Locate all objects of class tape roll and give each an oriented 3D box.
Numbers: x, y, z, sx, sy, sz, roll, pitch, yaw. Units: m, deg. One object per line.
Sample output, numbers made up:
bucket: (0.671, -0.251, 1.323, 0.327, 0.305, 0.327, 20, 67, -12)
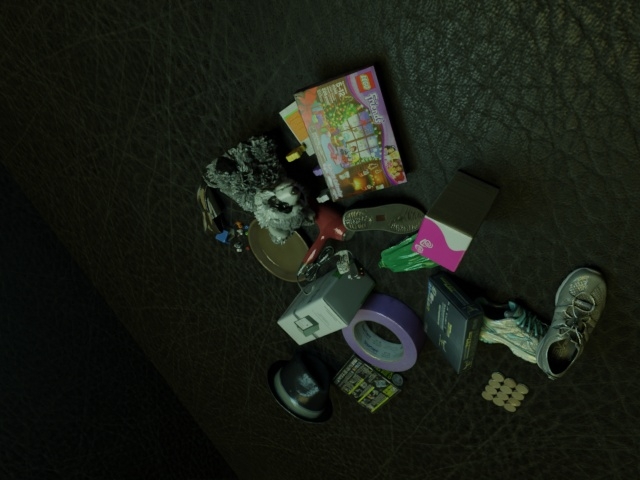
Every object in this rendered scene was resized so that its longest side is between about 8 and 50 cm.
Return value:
tape roll: (0.210, 0.311, 1.510, 0.274, 0.090, 0.275, 21, 135, 23)

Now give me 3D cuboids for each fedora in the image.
fedora: (-0.057, 0.575, 1.835, 0.333, 0.334, 0.153, 34, 107, 10)

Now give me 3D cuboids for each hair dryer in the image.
hair dryer: (0.000, 0.000, 1.336, 0.223, 0.080, 0.294, -16, 74, 20)

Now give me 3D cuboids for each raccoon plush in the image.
raccoon plush: (-0.182, -0.142, 1.374, 0.299, 0.216, 0.446, 59, 165, -11)

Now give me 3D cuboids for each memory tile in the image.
memory tile: (0.583, 0.480, 1.418, 0.113, 0.012, 0.148, 23, 135, 21)

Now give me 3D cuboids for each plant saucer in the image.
plant saucer: (-0.136, 0.026, 1.578, 0.277, 0.041, 0.278, 21, 135, 23)

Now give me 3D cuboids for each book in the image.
book: (-0.034, -0.313, 1.222, 0.096, 0.035, 0.144, -20, 110, 42)

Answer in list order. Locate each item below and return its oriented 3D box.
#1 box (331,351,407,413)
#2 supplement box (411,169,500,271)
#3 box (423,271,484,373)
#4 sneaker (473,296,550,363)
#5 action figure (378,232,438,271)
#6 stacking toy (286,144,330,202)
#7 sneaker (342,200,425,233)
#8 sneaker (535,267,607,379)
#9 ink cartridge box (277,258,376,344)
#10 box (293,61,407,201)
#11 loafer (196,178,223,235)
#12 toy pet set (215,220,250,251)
box: (0.182, 0.547, 1.752, 0.216, 0.060, 0.270, 35, 139, 8)
supplement box: (0.313, -0.050, 1.028, 0.113, 0.220, 0.111, 28, 136, 16)
box: (0.370, 0.233, 1.273, 0.183, 0.059, 0.233, -126, 23, -48)
sneaker: (0.527, 0.232, 1.186, 0.282, 0.110, 0.122, 14, 128, 29)
action figure: (0.253, 0.037, 1.266, 0.232, 0.063, 0.137, -23, 110, 42)
stacking toy: (0.032, -0.205, 1.219, 0.221, 0.052, 0.167, -17, 120, 39)
sneaker: (0.172, -0.076, 1.237, 0.221, 0.118, 0.083, 2, 109, 3)
sneaker: (0.596, 0.202, 1.046, 0.105, 0.115, 0.282, 17, 105, 17)
ink cartridge box: (0.016, 0.206, 1.483, 0.121, 0.211, 0.289, 47, 140, -7)
box: (0.079, -0.257, 1.106, 0.200, 0.057, 0.294, -15, 117, 17)
loafer: (-0.386, -0.119, 1.621, 0.078, 0.080, 0.220, 8, 121, 19)
toy pet set: (-0.329, -0.012, 1.676, 0.114, 0.065, 0.122, 23, 135, 21)
